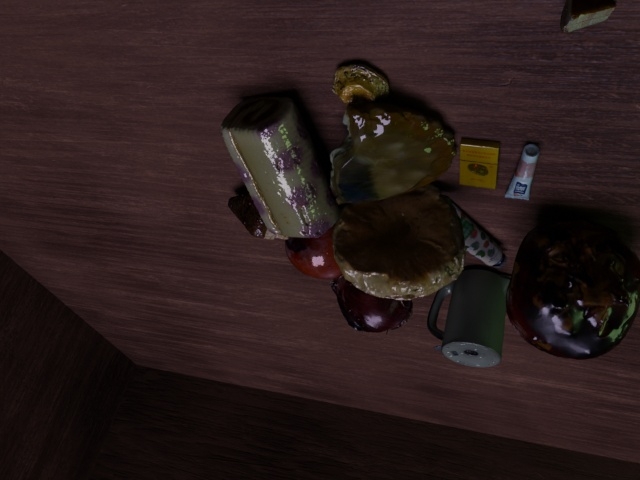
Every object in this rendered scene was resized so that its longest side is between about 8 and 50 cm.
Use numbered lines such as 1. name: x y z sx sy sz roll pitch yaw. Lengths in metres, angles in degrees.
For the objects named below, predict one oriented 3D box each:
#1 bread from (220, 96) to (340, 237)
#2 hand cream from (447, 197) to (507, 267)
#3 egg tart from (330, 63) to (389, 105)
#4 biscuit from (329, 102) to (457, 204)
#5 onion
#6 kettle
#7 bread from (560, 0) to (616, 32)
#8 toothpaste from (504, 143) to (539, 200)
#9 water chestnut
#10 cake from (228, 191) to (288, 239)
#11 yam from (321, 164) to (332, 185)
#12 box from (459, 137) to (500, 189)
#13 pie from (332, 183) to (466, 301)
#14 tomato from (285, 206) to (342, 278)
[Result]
1. bread: -0.089 -0.169 1.644 0.187 0.155 0.338 11 139 40
2. hand cream: 0.386 -0.010 1.812 0.276 0.095 0.059 33 -168 -29
3. egg tart: 0.079 -0.315 1.459 0.130 0.052 0.130 13 154 6
4. biscuit: 0.128 -0.187 1.548 0.329 0.078 0.335 -23 143 24
5. onion: 0.177 0.178 2.125 0.281 0.221 0.281 25 180 0
6. kettle: 0.419 0.213 1.989 0.240 0.255 0.165 -5 147 32
7. bread: 0.426 -0.381 1.143 0.062 0.109 0.043 57 155 21
8. toothpaste: 0.458 -0.146 1.566 0.056 0.036 0.205 12 155 12
9. water chestnut: 0.597 0.114 1.612 0.335 0.335 0.347 17 179 2
10. cake: -0.173 -0.060 1.911 0.112 0.135 0.246 13 167 -34
11. yam: 0.001 -0.162 1.763 0.299 0.066 0.066 3 149 25
12. box: 0.361 -0.173 1.582 0.087 0.023 0.155 7 150 14
13. pie: 0.184 -0.007 1.665 0.339 0.339 0.083 8 152 18
14. tomato: 0.000 0.000 1.898 0.184 0.208 0.208 16 155 -26
